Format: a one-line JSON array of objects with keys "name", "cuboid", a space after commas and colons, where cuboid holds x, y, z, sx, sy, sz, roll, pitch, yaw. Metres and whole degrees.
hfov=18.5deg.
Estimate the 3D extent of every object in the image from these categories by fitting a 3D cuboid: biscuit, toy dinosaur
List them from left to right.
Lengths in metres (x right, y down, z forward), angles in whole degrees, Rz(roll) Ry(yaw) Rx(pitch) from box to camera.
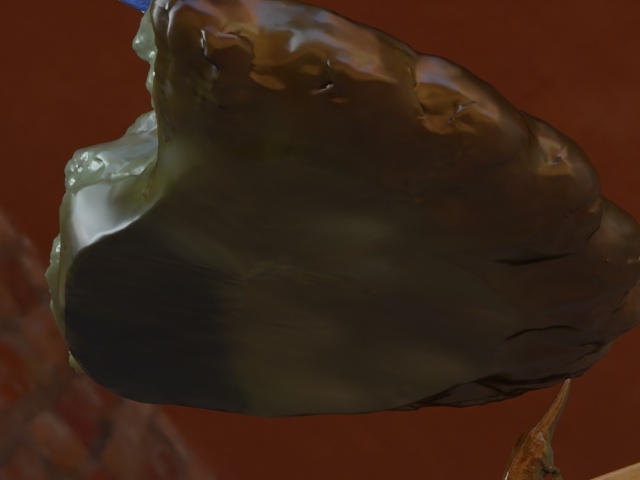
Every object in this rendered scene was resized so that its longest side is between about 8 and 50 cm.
[{"name": "biscuit", "cuboid": [-0.020, -0.002, 0.928, 0.329, 0.335, 0.078, -7, 53, 24]}, {"name": "toy dinosaur", "cuboid": [0.125, 0.120, 1.114, 0.026, 0.041, 0.113, 16, 62, 43]}]

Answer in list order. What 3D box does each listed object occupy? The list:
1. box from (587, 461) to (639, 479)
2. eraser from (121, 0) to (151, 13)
[{"name": "box", "cuboid": [0.138, 0.281, 1.374, 0.274, 0.076, 0.174, -21, 59, 10]}, {"name": "eraser", "cuboid": [-0.117, -0.201, 1.355, 0.063, 0.085, 0.027, 27, 34, 32]}]
